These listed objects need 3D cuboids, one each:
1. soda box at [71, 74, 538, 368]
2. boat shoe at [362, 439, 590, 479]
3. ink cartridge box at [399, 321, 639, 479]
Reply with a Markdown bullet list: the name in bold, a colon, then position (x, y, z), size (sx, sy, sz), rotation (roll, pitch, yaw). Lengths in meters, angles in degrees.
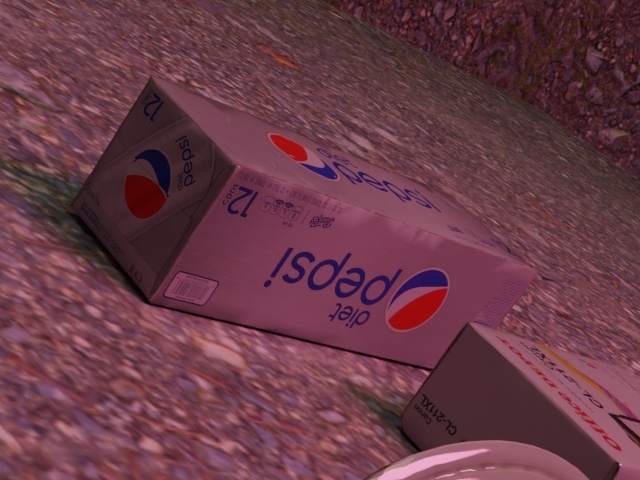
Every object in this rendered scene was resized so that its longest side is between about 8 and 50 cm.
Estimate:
- **soda box**: position (0.000, 0.000, 0.866), size (0.286, 0.091, 0.098), rotation (17, 22, -48)
- **boat shoe**: position (0.093, 0.149, 0.562), size (0.302, 0.091, 0.114), rotation (24, 60, -38)
- **ink cartridge box**: position (0.148, 0.122, 0.814), size (0.175, 0.072, 0.127), rotation (19, 20, -48)
